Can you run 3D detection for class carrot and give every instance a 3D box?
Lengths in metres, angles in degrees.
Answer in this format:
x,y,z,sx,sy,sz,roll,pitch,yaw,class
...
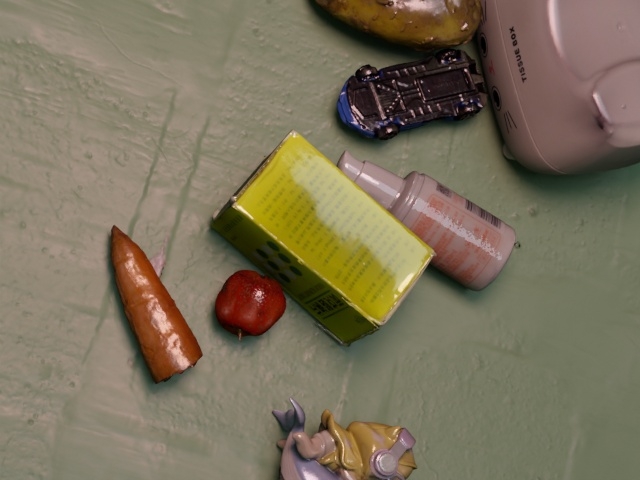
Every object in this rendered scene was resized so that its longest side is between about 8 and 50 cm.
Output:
x,y,z,sx,sy,sz,roll,pitch,yaw,class
-0.212,0.072,1.607,0.072,0.072,0.205,-22,84,-20,carrot

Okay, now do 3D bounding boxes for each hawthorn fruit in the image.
x,y,z,sx,sy,sz,roll,pitch,yaw,class
-0.089,0.083,1.636,0.093,0.093,0.093,4,78,-17,hawthorn fruit

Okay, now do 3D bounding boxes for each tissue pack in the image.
x,y,z,sx,sy,sz,roll,pitch,yaw,class
0.341,-0.253,1.765,0.229,0.236,0.333,-8,82,-30,tissue pack

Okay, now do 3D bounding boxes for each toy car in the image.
x,y,z,sx,sy,sz,roll,pitch,yaw,class
0.122,-0.192,1.765,0.216,0.063,0.103,-15,78,-19,toy car

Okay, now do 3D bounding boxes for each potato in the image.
x,y,z,sx,sy,sz,roll,pitch,yaw,class
0.094,-0.325,1.748,0.251,0.113,0.149,13,38,3,potato

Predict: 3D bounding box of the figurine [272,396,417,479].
x,y,z,sx,sy,sz,roll,pitch,yaw,class
0.025,0.274,1.610,0.184,0.128,0.208,-38,87,-23,figurine

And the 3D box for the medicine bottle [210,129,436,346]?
x,y,z,sx,sy,sz,roll,pitch,yaw,class
0.000,0.000,1.648,0.250,0.137,0.141,40,65,-6,medicine bottle

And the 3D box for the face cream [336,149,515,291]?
x,y,z,sx,sy,sz,roll,pitch,yaw,class
0.128,-0.035,1.717,0.251,0.101,0.101,31,72,-9,face cream
